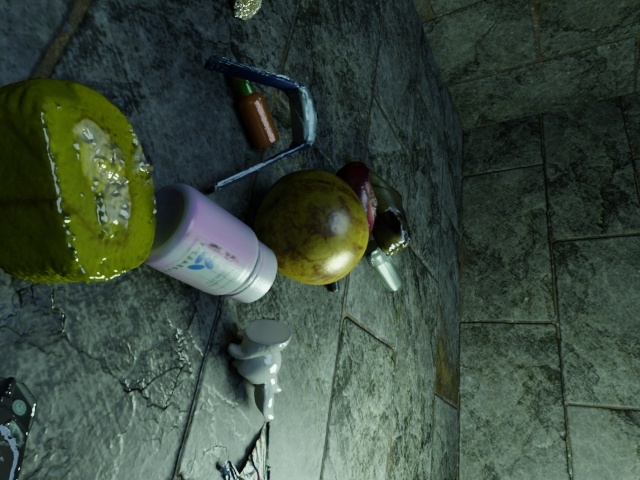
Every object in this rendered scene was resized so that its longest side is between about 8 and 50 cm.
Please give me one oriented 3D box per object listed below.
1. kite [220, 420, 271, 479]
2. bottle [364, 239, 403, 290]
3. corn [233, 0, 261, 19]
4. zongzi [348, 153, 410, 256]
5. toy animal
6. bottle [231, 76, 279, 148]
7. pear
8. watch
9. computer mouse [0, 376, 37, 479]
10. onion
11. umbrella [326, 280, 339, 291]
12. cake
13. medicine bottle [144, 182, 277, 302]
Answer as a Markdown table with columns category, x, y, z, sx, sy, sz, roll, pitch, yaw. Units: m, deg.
| category | x | y | z | sx | sy | sz | roll | pitch | yaw |
| --- | --- | --- | --- | --- | --- | --- | --- | --- | --- |
| kite | -0.162 | 0.550 | 0.904 | 0.321 | 0.016 | 0.234 | -52 | 130 | -50 |
| bottle | 0.232 | 0.100 | 1.599 | 0.254 | 0.079 | 0.096 | 55 | 53 | -42 |
| corn | -0.172 | -0.640 | 1.037 | 0.087 | 0.087 | 0.211 | 7 | 77 | -59 |
| zongzi | 0.184 | -0.126 | 1.477 | 0.300 | 0.138 | 0.286 | 46 | 27 | -35 |
| toy animal | -0.137 | 0.280 | 0.940 | 0.104 | 0.130 | 0.221 | -107 | -156 | -63 |
| bottle | -0.157 | -0.312 | 1.016 | 0.069 | 0.069 | 0.187 | -53 | 130 | -50 |
| pear | -0.016 | -0.028 | 1.007 | 0.280 | 0.280 | 0.281 | 17 | 70 | -58 |
| watch | -0.124 | -0.235 | 0.962 | 0.274 | 0.068 | 0.277 | -3 | 96 | -44 |
| computer mouse | -0.402 | 0.256 | 0.497 | 0.106 | 0.062 | 0.192 | 46 | 34 | -42 |
| onion | 0.101 | -0.118 | 1.336 | 0.248 | 0.161 | 0.248 | -19 | 112 | -61 |
| umbrella | 0.026 | 0.028 | 1.281 | 0.052 | 0.053 | 0.251 | -17 | 99 | -60 |
| cake | -0.335 | -0.076 | 0.586 | 0.179 | 0.156 | 0.261 | -37 | 122 | -74 |
| medicine bottle | -0.201 | 0.017 | 0.800 | 0.254 | 0.151 | 0.152 | 42 | 50 | -50 |
